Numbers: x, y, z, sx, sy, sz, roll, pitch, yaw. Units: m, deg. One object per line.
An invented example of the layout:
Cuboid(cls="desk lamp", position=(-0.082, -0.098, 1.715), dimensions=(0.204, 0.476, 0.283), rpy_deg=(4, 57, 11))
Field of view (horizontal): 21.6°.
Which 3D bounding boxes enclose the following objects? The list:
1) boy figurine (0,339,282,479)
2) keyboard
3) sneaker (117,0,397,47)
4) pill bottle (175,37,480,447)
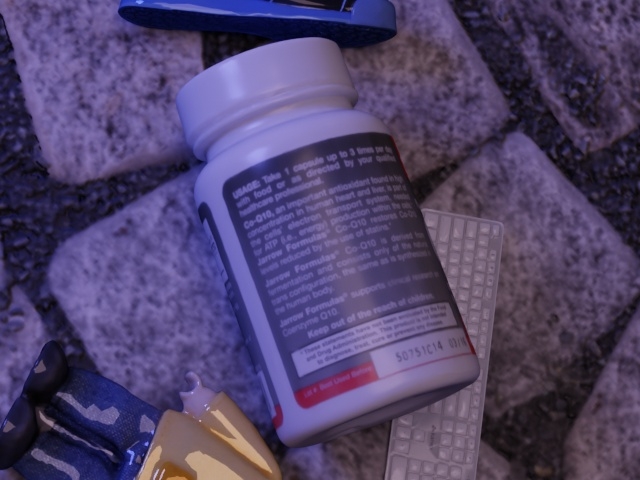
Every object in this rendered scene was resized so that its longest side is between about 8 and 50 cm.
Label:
Cuboid(cls="boy figurine", position=(-0.102, 0.191, 1.231), dimensions=(0.285, 0.092, 0.177), rpy_deg=(29, 67, -1))
Cuboid(cls="keyboard", position=(0.099, 0.099, 1.347), dimensions=(0.072, 0.014, 0.256), rpy_deg=(12, 71, -10))
Cuboid(cls="sneaker", position=(-0.048, -0.215, 1.368), dimensions=(0.232, 0.081, 0.090), rpy_deg=(6, 80, -11))
Cuboid(cls="pill bottle", position=(0.000, 0.000, 1.273), dimensions=(0.161, 0.161, 0.283), rpy_deg=(-17, 79, -18))
